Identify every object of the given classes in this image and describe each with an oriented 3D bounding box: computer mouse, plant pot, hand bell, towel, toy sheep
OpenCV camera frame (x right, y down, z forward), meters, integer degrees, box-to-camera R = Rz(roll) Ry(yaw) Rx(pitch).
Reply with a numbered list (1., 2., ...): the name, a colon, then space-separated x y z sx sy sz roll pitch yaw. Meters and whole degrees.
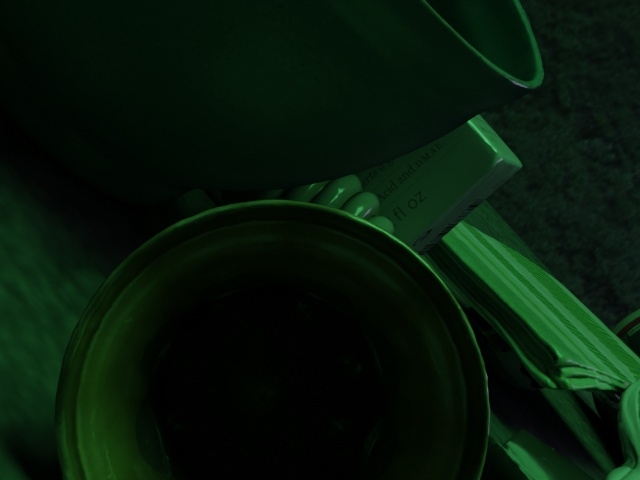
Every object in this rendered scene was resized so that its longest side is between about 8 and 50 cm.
1. computer mouse: 0.150 0.093 1.217 0.193 0.042 0.106 30 15 -45
2. plant pot: -0.057 -0.139 0.679 0.293 0.196 0.293 46 21 -24
3. hand bell: -0.025 0.049 0.523 0.126 0.126 0.242 47 -4 -5
4. towel: 0.199 0.069 1.272 0.248 0.038 0.325 48 14 33
5. toy sheep: 0.000 0.000 0.788 0.132 0.091 0.091 31 7 9

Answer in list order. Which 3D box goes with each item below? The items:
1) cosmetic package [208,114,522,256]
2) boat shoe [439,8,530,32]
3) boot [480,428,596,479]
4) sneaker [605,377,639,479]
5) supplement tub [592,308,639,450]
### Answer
1. cosmetic package: 0.011 -0.068 0.909 0.183 0.151 0.151 48 10 7
2. boat shoe: 0.079 -0.143 0.854 0.075 0.065 0.206 42 13 -23
3. boot: 0.178 0.176 0.923 0.137 0.077 0.198 46 7 21
4. sneaker: 0.294 0.178 1.110 0.232 0.115 0.090 -60 133 -58
5. supplement tub: 0.417 0.195 1.526 0.191 0.191 0.272 45 10 -18
